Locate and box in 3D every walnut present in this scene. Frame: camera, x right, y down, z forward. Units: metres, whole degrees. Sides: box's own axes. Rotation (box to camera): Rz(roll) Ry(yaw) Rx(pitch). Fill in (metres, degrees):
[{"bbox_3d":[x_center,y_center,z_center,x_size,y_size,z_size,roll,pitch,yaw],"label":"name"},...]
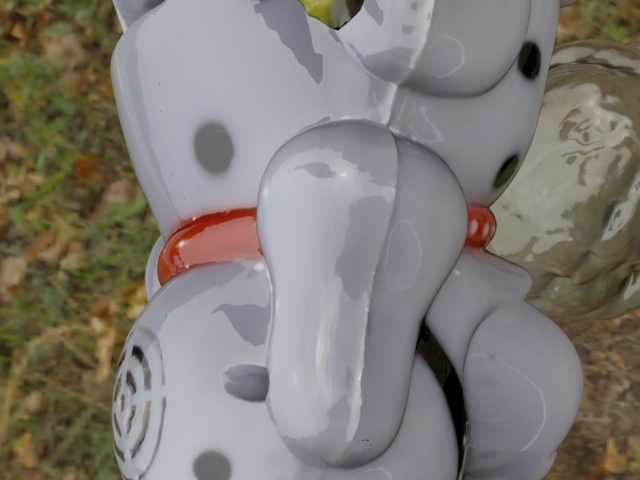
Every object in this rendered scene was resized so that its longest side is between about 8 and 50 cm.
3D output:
[{"bbox_3d":[0.205,-0.048,1.137,0.224,0.224,0.224,-10,74,37],"label":"walnut"}]

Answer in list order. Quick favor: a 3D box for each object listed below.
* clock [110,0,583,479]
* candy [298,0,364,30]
[{"bbox_3d":[0.003,-0.002,0.517,0.189,0.189,0.254,-13,66,36],"label":"clock"},{"bbox_3d":[-0.049,-0.177,0.291,0.187,0.297,0.081,32,58,10],"label":"candy"}]
